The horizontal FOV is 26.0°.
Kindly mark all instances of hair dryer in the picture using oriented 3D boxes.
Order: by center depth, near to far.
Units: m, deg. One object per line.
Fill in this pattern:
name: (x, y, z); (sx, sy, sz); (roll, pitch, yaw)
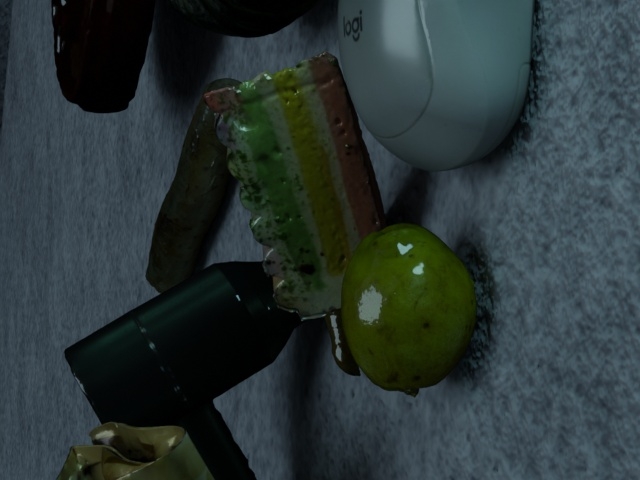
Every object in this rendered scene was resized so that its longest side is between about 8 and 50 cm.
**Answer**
hair dryer: (-0.068, 0.174, 1.335); (0.302, 0.244, 0.116); (63, 172, -13)

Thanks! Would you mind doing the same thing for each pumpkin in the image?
pumpkin: (-0.084, -0.302, 1.332); (0.220, 0.162, 0.220); (29, 140, 28)

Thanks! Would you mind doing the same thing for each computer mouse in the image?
computer mouse: (0.077, -0.201, 1.033); (0.184, 0.121, 0.297); (-170, 83, -69)

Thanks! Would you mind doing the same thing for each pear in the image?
pear: (0.066, 0.053, 1.047); (0.107, 0.107, 0.131); (170, 91, -67)

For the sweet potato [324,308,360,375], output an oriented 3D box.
sweet potato: (-0.002, 0.002, 1.255); (0.059, 0.069, 0.249); (131, 137, -64)

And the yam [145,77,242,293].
yam: (-0.145, -0.057, 1.612); (0.071, 0.067, 0.317); (-67, 0, -50)

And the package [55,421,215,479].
package: (-0.111, 0.305, 1.223); (0.221, 0.311, 0.165); (-26, 14, 23)

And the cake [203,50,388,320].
cake: (-0.011, -0.053, 1.140); (0.090, 0.109, 0.225); (-88, -17, -59)

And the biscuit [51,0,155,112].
biscuit: (-0.283, -0.361, 1.736); (0.407, 0.091, 0.407); (180, 90, -70)
